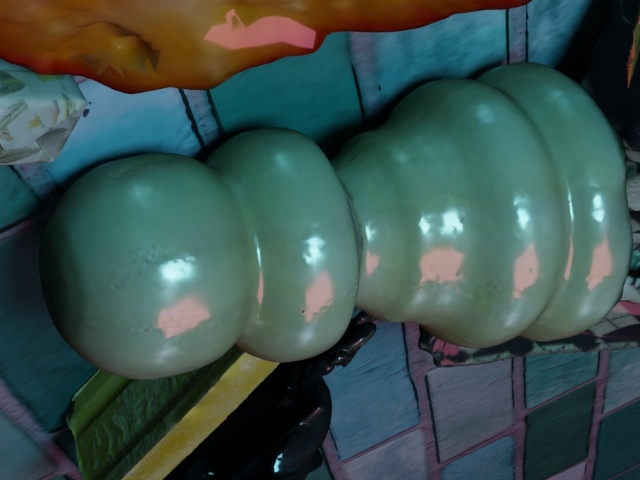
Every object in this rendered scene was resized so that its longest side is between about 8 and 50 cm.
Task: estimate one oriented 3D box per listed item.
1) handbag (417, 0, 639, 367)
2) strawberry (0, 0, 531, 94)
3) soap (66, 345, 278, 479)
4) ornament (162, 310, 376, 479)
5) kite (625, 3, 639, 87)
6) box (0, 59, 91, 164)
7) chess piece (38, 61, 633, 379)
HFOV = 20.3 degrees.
[{"bbox_3d":[0.255,-0.046,1.242,0.317,0.180,0.416,-7,156,-24],"label":"handbag"},{"bbox_3d":[-0.028,-0.179,0.649,0.265,0.149,0.336,15,148,-42],"label":"strawberry"},{"bbox_3d":[-0.097,0.090,1.211,0.037,0.092,0.252,10,140,-35],"label":"soap"},{"bbox_3d":[-0.050,0.167,1.329,0.260,0.106,0.251,-39,-172,23],"label":"ornament"},{"bbox_3d":[0.149,-0.184,0.661,0.377,0.013,0.327,-66,167,-47],"label":"kite"},{"bbox_3d":[-0.150,-0.079,0.781,0.062,0.098,0.045,-6,143,-43],"label":"box"},{"bbox_3d":[0.000,0.000,1.051,0.330,0.182,0.182,-10,153,-25],"label":"chess piece"}]
